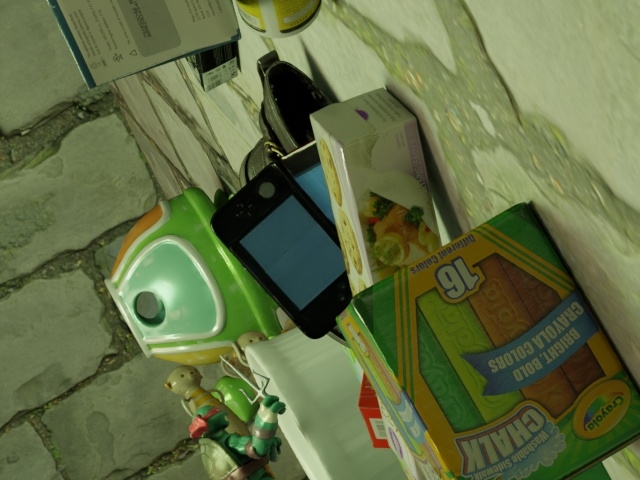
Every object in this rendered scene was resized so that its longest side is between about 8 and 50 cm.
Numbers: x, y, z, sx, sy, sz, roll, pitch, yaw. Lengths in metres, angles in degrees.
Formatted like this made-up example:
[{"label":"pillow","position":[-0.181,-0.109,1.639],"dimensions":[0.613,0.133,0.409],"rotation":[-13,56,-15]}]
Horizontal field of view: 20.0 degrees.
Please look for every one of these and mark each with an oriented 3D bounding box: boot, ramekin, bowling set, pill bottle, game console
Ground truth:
[{"label":"boot","position":[0.009,-0.025,1.620],"dimensions":[0.263,0.091,0.229],"rotation":[53,163,7]},{"label":"ramekin","position":[0.036,0.212,2.112],"dimensions":[0.277,0.135,0.277],"rotation":[58,172,14]},{"label":"bowling set","position":[-0.041,0.156,2.416],"dimensions":[0.154,0.287,0.200],"rotation":[50,126,20]},{"label":"pill bottle","position":[-0.037,-0.204,1.319],"dimensions":[0.065,0.065,0.116],"rotation":[57,171,27]},{"label":"game console","position":[0.000,0.000,1.513],"dimensions":[0.144,0.124,0.085],"rotation":[49,175,-12]}]

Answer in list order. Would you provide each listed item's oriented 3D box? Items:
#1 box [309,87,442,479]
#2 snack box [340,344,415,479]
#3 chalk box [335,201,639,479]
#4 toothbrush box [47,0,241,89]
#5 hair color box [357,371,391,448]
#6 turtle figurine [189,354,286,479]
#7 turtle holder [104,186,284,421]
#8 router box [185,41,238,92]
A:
[{"label":"box","position":[0.062,0.040,1.397],"dimensions":[0.067,0.063,0.324],"rotation":[-128,21,-55]},{"label":"snack box","position":[0.108,0.183,1.778],"dimensions":[0.207,0.070,0.174],"rotation":[65,171,-23]},{"label":"chalk box","position":[0.121,0.104,1.175],"dimensions":[0.213,0.132,0.132],"rotation":[59,172,5]},{"label":"toothbrush box","position":[-0.164,-0.295,1.337],"dimensions":[0.216,0.126,0.295],"rotation":[69,-175,-46]},{"label":"hair color box","position":[0.068,0.101,1.563],"dimensions":[0.072,0.043,0.141],"rotation":[71,-155,-51]},{"label":"turtle figurine","position":[-0.068,0.245,2.008],"dimensions":[0.234,0.118,0.175],"rotation":[54,171,7]},{"label":"turtle holder","position":[-0.175,0.090,2.691],"dimensions":[0.320,0.227,0.243],"rotation":[65,171,-28]},{"label":"router box","position":[-0.138,-0.246,1.897],"dimensions":[0.133,0.046,0.179],"rotation":[60,172,12]}]
